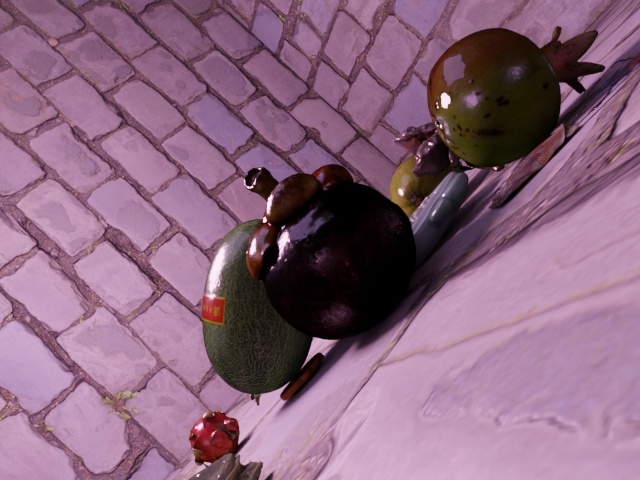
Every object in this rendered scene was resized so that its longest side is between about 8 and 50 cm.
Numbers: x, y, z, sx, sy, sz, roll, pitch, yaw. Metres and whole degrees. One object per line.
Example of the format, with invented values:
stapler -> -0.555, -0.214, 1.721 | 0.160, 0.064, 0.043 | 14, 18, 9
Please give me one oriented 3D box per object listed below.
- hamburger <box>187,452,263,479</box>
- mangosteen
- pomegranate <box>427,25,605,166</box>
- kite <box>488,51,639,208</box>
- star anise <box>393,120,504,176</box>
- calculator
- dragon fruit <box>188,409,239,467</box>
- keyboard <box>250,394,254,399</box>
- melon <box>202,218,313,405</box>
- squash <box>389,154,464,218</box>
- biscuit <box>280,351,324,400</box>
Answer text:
hamburger -> -0.103, 0.235, 0.419 | 0.121, 0.054, 0.084 | -39, -5, 0
mangosteen -> 0.000, 0.000, 0.622 | 0.211, 0.250, 0.211 | -44, 3, 3
pomegranate -> 0.255, -0.203, 0.659 | 0.224, 0.182, 0.181 | -32, -4, 0
kite -> 0.268, -0.123, 0.548 | 0.229, 0.016, 0.127 | -48, -1, 16
star anise -> 0.246, -0.175, 0.867 | 0.209, 0.089, 0.231 | -37, 30, -28
calculator -> 0.155, -0.013, 0.773 | 0.184, 0.042, 0.295 | -54, -3, -20
dragon fruit -> -0.176, 0.328, 0.814 | 0.086, 0.081, 0.116 | -57, 4, -34
keyboard -> -0.128, 0.372, 1.380 | 0.195, 0.018, 0.060 | -47, -6, 18
melon -> -0.094, 0.111, 0.767 | 0.182, 0.182, 0.288 | 100, 172, -84
squash -> 0.206, -0.110, 0.982 | 0.132, 0.132, 0.247 | -48, -8, 26
biscuit -> -0.026, 0.207, 0.749 | 0.091, 0.015, 0.078 | -46, -2, -20
